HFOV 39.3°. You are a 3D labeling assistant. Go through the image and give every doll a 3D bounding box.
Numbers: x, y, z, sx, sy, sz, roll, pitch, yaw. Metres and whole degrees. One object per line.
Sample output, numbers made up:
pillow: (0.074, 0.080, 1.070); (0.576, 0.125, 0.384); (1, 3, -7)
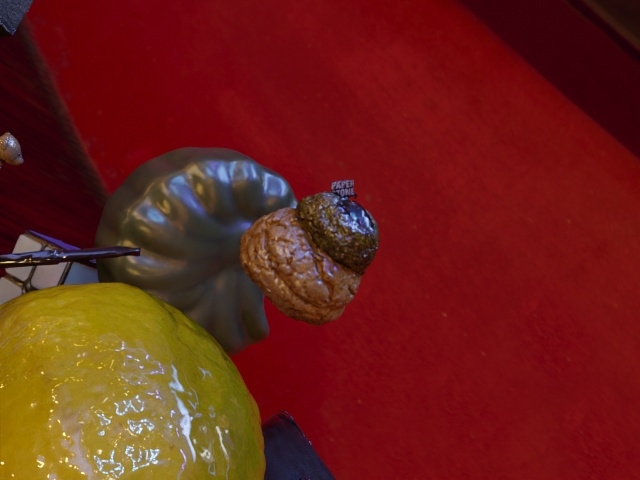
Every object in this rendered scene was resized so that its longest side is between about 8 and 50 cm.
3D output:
doll: (-0.493, -0.120, 1.350); (0.093, 0.051, 0.061); (-33, 26, -8)

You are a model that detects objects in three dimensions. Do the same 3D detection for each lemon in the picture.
lemon: (-0.177, 0.179, 0.737); (0.316, 0.285, 0.285); (25, 83, 28)

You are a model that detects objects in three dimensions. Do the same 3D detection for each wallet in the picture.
wallet: (-0.057, 0.356, 1.375); (0.045, 0.318, 0.172); (-40, 81, 9)

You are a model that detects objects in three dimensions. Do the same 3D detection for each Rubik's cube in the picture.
Rubik's cube: (-0.457, 0.104, 1.609); (0.167, 0.183, 0.180); (20, 84, 39)

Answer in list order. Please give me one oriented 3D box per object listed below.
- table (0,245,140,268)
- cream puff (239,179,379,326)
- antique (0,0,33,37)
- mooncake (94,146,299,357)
table: (-0.379, 0.106, 1.186); (0.317, 0.249, 0.317); (-174, 90, -74)
cream puff: (0.000, 0.000, 1.222); (0.169, 0.183, 0.183); (-49, 53, 21)
antique: (-0.510, -0.327, 1.246); (0.221, 0.081, 0.080); (1, 58, 32)
mooncake: (-0.194, 0.014, 1.475); (0.351, 0.351, 0.187); (-55, 28, -1)
